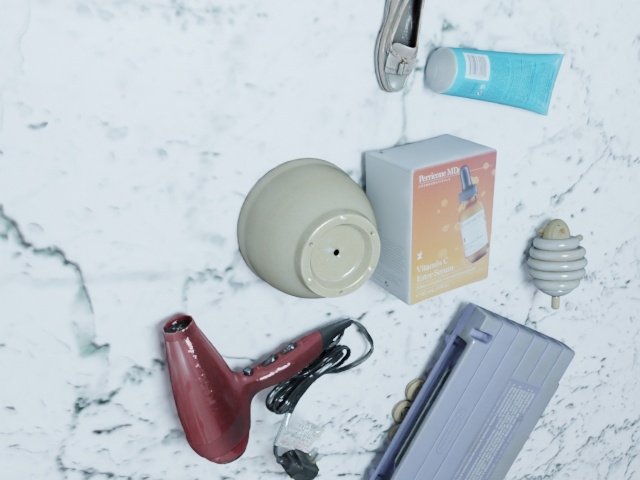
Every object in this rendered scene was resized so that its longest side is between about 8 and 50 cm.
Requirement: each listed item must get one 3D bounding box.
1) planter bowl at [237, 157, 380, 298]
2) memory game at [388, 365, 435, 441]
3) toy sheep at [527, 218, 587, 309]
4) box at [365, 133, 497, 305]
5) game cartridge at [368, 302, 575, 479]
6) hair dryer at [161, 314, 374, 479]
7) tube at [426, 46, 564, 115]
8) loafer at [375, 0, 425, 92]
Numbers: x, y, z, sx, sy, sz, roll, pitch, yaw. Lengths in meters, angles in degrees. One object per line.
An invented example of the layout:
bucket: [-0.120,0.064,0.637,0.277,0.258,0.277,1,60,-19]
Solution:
planter bowl: [0.000,0.000,0.729,0.161,0.109,0.162,-11,116,-23]
memory game: [0.184,0.267,0.997,0.186,0.012,0.186,-11,115,-24]
toy sheep: [0.342,0.034,0.939,0.091,0.091,0.132,-8,96,-25]
box: [0.132,-0.028,0.791,0.130,0.091,0.171,-16,118,-26]
game cartridge: [0.221,0.283,0.982,0.230,0.068,0.355,23,99,-37]
hair dryer: [-0.078,0.166,0.797,0.293,0.080,0.224,30,79,-39]
tube: [0.225,-0.200,0.802,0.206,0.052,0.080,-2,117,-32]
loafer: [0.091,-0.225,0.722,0.045,0.039,0.125,-5,113,-27]
